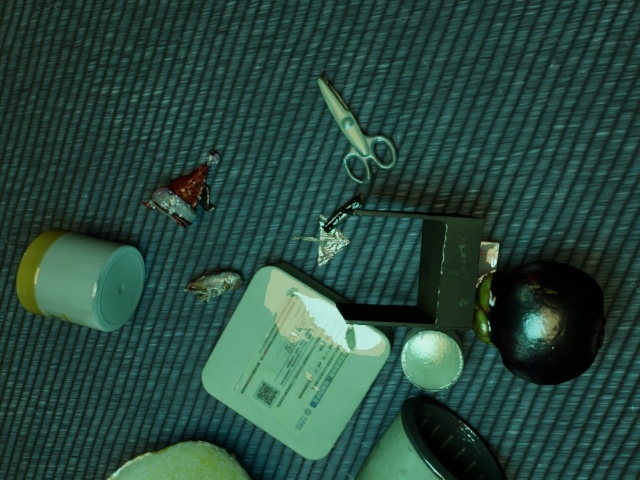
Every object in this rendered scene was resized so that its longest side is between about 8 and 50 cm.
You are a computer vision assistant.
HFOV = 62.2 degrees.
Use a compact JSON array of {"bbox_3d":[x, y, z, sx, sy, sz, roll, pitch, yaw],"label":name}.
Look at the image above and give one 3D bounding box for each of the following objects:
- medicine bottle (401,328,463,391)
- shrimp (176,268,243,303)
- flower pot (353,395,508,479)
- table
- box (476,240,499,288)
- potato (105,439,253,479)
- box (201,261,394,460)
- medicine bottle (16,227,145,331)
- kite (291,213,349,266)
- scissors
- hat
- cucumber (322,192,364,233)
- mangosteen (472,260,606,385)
[{"bbox_3d":[0.266,0.270,1.264,0.147,0.143,0.148,1,95,14],"label":"medicine bottle"},{"bbox_3d":[-0.297,0.120,1.422,0.190,0.075,0.073,-16,110,8],"label":"shrimp"},{"bbox_3d":[0.216,0.583,1.233,0.293,0.293,0.330,38,106,7],"label":"flower pot"},{"bbox_3d":[0.187,0.056,1.199,0.281,0.196,0.251,2,97,-6],"label":"table"},{"bbox_3d":[0.396,0.059,1.271,0.050,0.036,0.117,4,95,12],"label":"box"},{"bbox_3d":[-0.336,0.748,1.380,0.441,0.320,0.385,29,60,18],"label":"potato"},{"bbox_3d":[-0.061,0.306,1.360,0.396,0.111,0.396,32,101,8],"label":"box"},{"bbox_3d":[-0.625,0.105,1.407,0.231,0.238,0.238,13,97,10],"label":"medicine bottle"},{"bbox_3d":[0.000,0.000,1.372,0.156,0.011,0.139,5,94,12],"label":"kite"},{"bbox_3d":[0.074,-0.281,1.315,0.138,0.041,0.289,-32,91,12],"label":"scissors"},{"bbox_3d":[-0.349,-0.147,1.405,0.140,0.129,0.228,32,83,31],"label":"hat"},{"bbox_3d":[0.058,-0.070,1.340,0.134,0.033,0.034,-35,48,12],"label":"cucumber"},{"bbox_3d":[0.454,0.172,1.164,0.302,0.275,0.275,11,97,32],"label":"mangosteen"}]
